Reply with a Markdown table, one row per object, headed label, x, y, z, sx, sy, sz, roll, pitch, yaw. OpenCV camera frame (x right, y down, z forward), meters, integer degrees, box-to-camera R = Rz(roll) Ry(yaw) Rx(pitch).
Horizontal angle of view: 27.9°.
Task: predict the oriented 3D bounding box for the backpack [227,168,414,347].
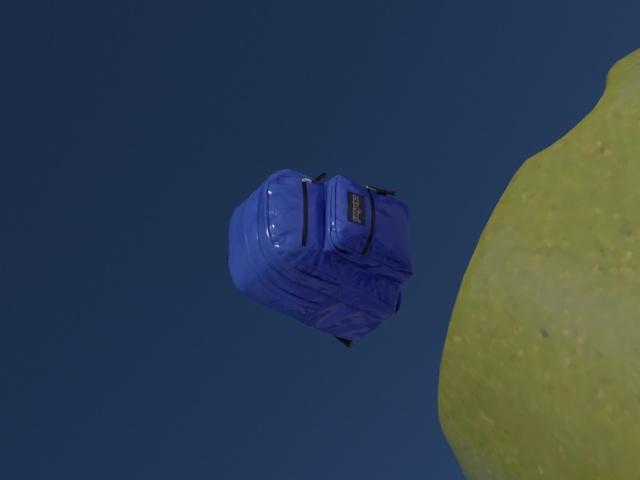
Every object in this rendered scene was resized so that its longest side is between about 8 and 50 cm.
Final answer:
| label | x | y | z | sx | sy | sz | roll | pitch | yaw |
| --- | --- | --- | --- | --- | --- | --- | --- | --- | --- |
| backpack | 0.000 | 0.000 | 0.916 | 0.120 | 0.098 | 0.101 | 20 | -45 | -26 |

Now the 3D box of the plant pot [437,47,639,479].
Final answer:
| label | x | y | z | sx | sy | sz | roll | pitch | yaw |
| --- | --- | --- | --- | --- | --- | --- | --- | --- | --- |
| plant pot | 0.184 | 0.062 | 0.380 | 0.276 | 0.254 | 0.276 | -29 | -47 | -35 |
